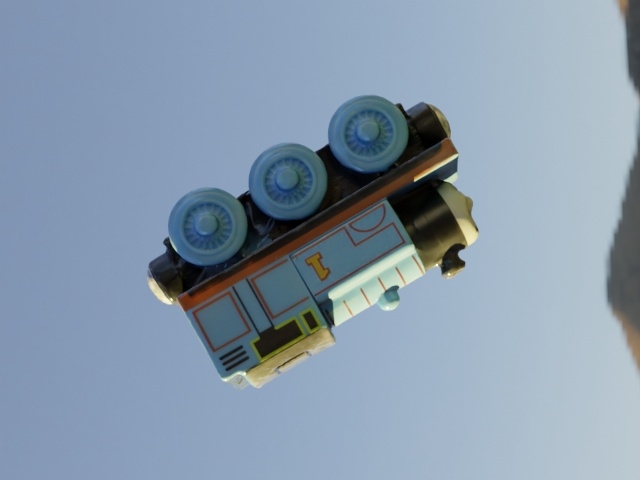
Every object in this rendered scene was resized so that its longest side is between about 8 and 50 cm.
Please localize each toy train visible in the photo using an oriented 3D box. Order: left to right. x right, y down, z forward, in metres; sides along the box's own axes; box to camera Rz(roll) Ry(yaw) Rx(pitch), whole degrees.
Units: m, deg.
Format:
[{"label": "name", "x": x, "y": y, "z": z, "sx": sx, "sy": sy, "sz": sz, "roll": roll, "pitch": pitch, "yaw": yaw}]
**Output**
[{"label": "toy train", "x": 0.000, "y": 0.000, "z": 0.771, "sx": 0.105, "sy": 0.184, "sz": 0.080, "roll": 60, "pitch": 178, "yaw": 9}]
